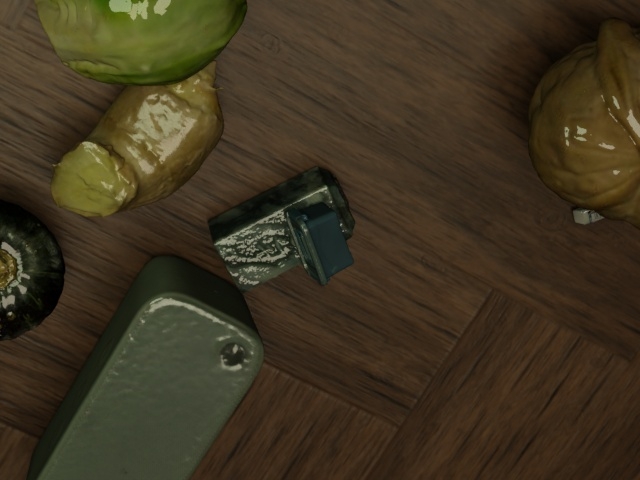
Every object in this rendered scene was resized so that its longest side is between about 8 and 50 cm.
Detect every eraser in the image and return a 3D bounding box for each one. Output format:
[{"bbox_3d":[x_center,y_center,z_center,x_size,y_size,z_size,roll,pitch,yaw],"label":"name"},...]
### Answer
[{"bbox_3d":[0.401,-0.048,2.031,0.099,0.019,0.027,-22,127,0],"label":"eraser"}]

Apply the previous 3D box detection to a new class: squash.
[{"bbox_3d":[-0.425,0.037,1.864,0.193,0.156,0.193,0,92,-2],"label":"squash"}]

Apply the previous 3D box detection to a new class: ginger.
[{"bbox_3d":[-0.221,-0.122,1.840,0.138,0.152,0.267,43,82,5],"label":"ginger"}]

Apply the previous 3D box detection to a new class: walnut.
[{"bbox_3d":[0.413,-0.148,1.859,0.296,0.285,0.285,-13,114,12],"label":"walnut"}]

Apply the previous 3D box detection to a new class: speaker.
[{"bbox_3d":[-0.244,0.225,1.947,0.183,0.184,0.406,28,105,-19],"label":"speaker"}]

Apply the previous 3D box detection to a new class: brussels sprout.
[{"bbox_3d":[-0.203,-0.315,1.703,0.294,0.259,0.227,-29,145,10],"label":"brussels sprout"}]

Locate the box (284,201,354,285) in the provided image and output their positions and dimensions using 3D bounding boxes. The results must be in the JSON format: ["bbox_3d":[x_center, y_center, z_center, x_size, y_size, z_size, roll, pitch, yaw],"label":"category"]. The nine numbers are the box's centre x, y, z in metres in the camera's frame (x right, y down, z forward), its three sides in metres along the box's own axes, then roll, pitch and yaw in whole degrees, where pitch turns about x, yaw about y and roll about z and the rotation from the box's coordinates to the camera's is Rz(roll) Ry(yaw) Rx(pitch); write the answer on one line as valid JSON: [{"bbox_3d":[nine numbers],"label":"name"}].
[{"bbox_3d":[0.000,0.000,1.868,0.054,0.074,0.099,-26,114,-14],"label":"box"}]

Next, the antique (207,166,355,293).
[{"bbox_3d":[-0.048,-0.018,1.935,0.183,0.086,0.088,-27,114,2],"label":"antique"}]
